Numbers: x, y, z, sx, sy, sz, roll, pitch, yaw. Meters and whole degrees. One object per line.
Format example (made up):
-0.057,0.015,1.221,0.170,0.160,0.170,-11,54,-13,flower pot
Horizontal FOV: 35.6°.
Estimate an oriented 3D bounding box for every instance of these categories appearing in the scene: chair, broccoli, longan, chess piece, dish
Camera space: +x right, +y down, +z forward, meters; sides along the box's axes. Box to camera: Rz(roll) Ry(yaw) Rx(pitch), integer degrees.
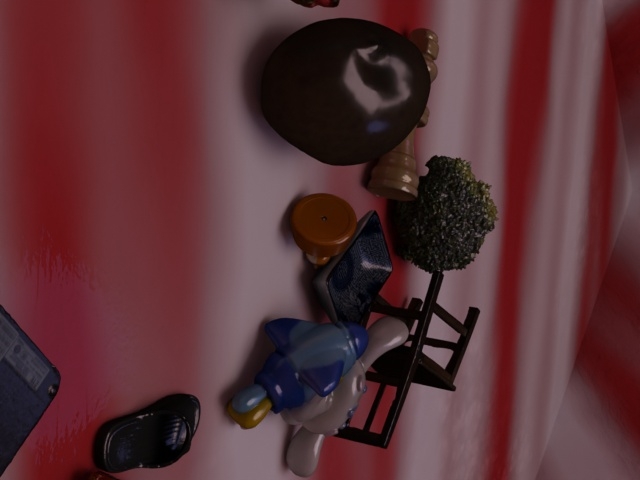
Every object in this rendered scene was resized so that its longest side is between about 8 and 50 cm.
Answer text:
0.187,0.294,2.297,0.240,0.203,0.416,44,61,-51,chair
0.300,-0.056,2.384,0.260,0.235,0.288,-15,146,-56,broccoli
0.047,-0.278,1.861,0.350,0.288,0.289,1,97,-48,longan
0.201,-0.292,2.264,0.117,0.117,0.397,29,71,-58,chess piece
0.057,0.069,2.136,0.243,0.080,0.182,-55,140,-38,dish

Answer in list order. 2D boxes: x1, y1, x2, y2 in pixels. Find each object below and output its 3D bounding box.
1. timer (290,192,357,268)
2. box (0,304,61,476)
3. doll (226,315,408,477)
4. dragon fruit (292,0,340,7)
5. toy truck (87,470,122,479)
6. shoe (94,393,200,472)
0.000,0.000,2.014,0.132,0.132,0.152,-58,166,-34,timer
-0.482,0.162,1.276,0.211,0.058,0.350,-62,145,-31,box
-0.003,0.281,1.973,0.365,0.187,0.376,36,71,-54,doll
-0.030,-0.508,1.705,0.224,0.227,0.224,-11,123,-17,dragon fruit
-0.293,0.458,1.600,0.108,0.114,0.252,-63,146,-13,toy truck
-0.262,0.329,1.655,0.241,0.093,0.108,-9,104,-57,shoe
